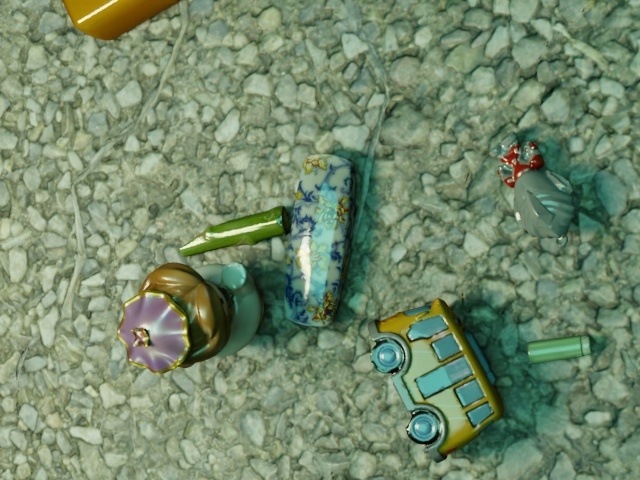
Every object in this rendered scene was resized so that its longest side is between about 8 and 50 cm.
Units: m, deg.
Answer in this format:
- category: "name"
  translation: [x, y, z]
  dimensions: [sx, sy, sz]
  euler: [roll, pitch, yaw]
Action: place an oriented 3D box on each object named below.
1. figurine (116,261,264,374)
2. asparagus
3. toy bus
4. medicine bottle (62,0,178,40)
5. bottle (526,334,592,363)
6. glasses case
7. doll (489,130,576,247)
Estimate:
- category: "figurine"
  translation: [-0.173, 0.104, 1.482]
  dimensions: [0.142, 0.263, 0.189]
  euler: [40, 103, 14]
- category: "asparagus"
  translation: [-0.129, -0.011, 1.587]
  dimensions: [0.178, 0.041, 0.045]
  euler: [-14, 116, 18]
- category: "toy bus"
  translation: [0.159, 0.181, 1.447]
  dimensions: [0.136, 0.126, 0.209]
  euler: [-29, 80, 7]
- category: "medicine bottle"
  translation: [-0.281, -0.416, 1.606]
  dimensions: [0.222, 0.112, 0.149]
  euler: [-25, 81, 16]
- category: "bottle"
  translation: [0.321, 0.146, 1.440]
  dimensions: [0.083, 0.030, 0.030]
  euler: [-11, 86, 17]
- category: "glasses case"
  translation: [0.000, 0.000, 1.530]
  dimensions: [0.087, 0.065, 0.248]
  euler: [9, 91, 20]
- category: "doll"
  translation: [0.287, -0.068, 1.436]
  dimensions: [0.094, 0.079, 0.180]
  euler: [-40, 64, 29]
